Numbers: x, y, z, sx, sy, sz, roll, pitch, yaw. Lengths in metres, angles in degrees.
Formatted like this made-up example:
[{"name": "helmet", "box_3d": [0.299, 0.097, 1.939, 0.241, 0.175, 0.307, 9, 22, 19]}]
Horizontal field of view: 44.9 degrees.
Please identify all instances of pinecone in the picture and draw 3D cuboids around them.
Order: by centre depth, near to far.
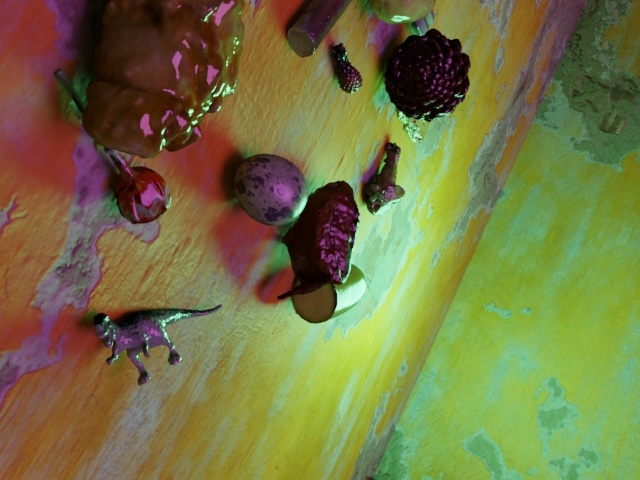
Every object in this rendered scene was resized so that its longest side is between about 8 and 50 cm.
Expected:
[{"name": "pinecone", "box_3d": [0.260, -0.397, 1.921, 0.221, 0.221, 0.222, -46, 147, -42]}]

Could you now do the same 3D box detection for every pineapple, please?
[{"name": "pineapple", "box_3d": [0.056, -0.377, 1.675, 0.058, 0.058, 0.124, -58, 152, -24]}]

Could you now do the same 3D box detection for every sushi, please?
[{"name": "sushi", "box_3d": [0.002, -0.003, 1.752, 0.166, 0.179, 0.297, 15, 76, -38]}]

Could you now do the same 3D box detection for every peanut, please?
[{"name": "peanut", "box_3d": [0.158, -0.547, 1.657, 0.319, 0.147, 0.148, 6, 103, -64]}]

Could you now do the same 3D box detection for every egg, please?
[{"name": "egg", "box_3d": [-0.098, -0.100, 1.479, 0.172, 0.132, 0.132, 37, 75, -52]}]

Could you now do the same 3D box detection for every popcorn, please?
[{"name": "popcorn", "box_3d": [-0.206, -0.245, 1.083, 0.225, 0.173, 0.286, 26, 80, -73]}]

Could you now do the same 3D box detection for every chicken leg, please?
[{"name": "chicken leg", "box_3d": [0.182, -0.159, 2.092, 0.196, 0.080, 0.125, -61, 142, -19]}]

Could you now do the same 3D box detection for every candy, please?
[{"name": "candy", "box_3d": [-0.305, -0.130, 1.117, 0.084, 0.078, 0.288, -40, 138, -13]}]

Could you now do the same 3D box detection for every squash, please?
[{"name": "squash", "box_3d": [0.040, 0.121, 1.942, 0.247, 0.132, 0.133, -16, 123, -60]}]

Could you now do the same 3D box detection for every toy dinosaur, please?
[{"name": "toy dinosaur", "box_3d": [-0.283, 0.185, 1.374, 0.383, 0.076, 0.130, 10, 75, -72]}]

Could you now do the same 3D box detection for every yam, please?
[{"name": "yam", "box_3d": [0.001, -0.435, 1.499, 0.169, 0.068, 0.068, -59, 154, -24]}]

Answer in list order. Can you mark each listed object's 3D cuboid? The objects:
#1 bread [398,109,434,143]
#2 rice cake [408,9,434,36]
[{"name": "bread", "box_3d": [0.278, -0.386, 2.155, 0.182, 0.039, 0.251, -66, 156, -9]}, {"name": "rice cake", "box_3d": [0.234, -0.580, 1.906, 0.085, 0.040, 0.226, -67, 156, -7]}]
